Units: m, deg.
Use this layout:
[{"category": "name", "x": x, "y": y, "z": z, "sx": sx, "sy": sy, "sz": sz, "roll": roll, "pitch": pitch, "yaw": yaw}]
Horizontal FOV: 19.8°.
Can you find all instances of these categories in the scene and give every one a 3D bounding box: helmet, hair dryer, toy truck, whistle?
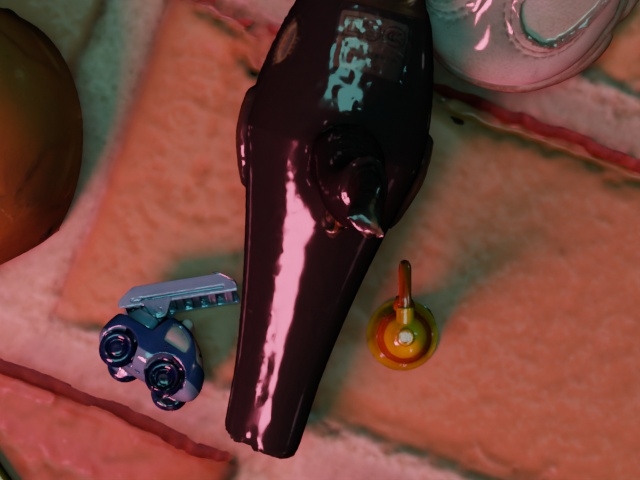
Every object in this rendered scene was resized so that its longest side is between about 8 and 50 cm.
[{"category": "helmet", "x": -0.261, "y": -0.066, "z": 1.119, "sx": 0.224, "sy": 0.130, "sz": 0.198, "roll": -8, "pitch": 84, "yaw": 3}, {"category": "hair dryer", "x": 0.000, "y": 0.000, "z": 0.997, "sx": 0.120, "sy": 0.359, "sz": 0.304, "roll": 16, "pitch": 96, "yaw": -5}, {"category": "toy truck", "x": -0.092, "y": 0.056, "z": 1.148, "sx": 0.073, "sy": 0.056, "sz": 0.090, "roll": 33, "pitch": 76, "yaw": 11}, {"category": "whistle", "x": 0.055, "y": 0.048, "z": 1.115, "sx": 0.046, "sy": 0.109, "sz": 0.057, "roll": 29, "pitch": 83, "yaw": 3}]

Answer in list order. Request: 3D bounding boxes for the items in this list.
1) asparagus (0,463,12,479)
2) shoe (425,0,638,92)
[{"category": "asparagus", "x": -0.195, "y": 0.163, "z": 1.164, "sx": 0.166, "sy": 0.013, "sz": 0.016, "roll": 52, "pitch": 48, "yaw": 2}, {"category": "shoe", "x": 0.130, "y": -0.257, "z": 1.063, "sx": 0.171, "sy": 0.198, "sz": 0.351, "roll": 13, "pitch": 101, "yaw": 7}]
